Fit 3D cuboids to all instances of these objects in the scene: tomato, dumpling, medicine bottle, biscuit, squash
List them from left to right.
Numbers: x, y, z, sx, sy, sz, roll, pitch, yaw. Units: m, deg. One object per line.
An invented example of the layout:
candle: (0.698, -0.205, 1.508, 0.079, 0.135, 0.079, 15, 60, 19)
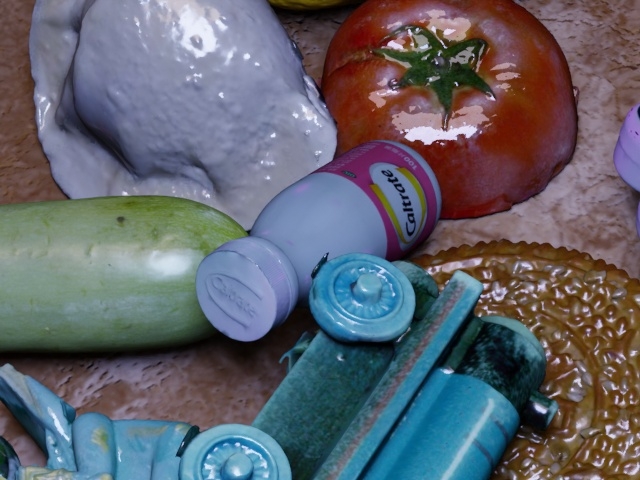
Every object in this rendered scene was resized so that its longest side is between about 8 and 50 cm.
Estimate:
squash: (-0.228, 0.028, 1.318, 0.371, 0.118, 0.118, -3, 54, 6)
dumpling: (-0.127, -0.116, 1.397, 0.227, 0.175, 0.243, -46, 43, 9)
medicine bottle: (0.000, 0.000, 1.277, 0.090, 0.090, 0.217, 26, 33, 22)
tomato: (0.099, -0.121, 1.413, 0.225, 0.085, 0.225, -1, 56, 1)
biscuit: (0.114, 0.118, 1.233, 0.305, 0.038, 0.305, -9, 50, 11)

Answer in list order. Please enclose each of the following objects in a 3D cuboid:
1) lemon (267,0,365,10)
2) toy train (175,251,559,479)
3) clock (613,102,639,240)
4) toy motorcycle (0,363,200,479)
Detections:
lemon: (-0.010, -0.281, 1.471, 0.257, 0.188, 0.188, 9, 53, 38)
toy train: (0.031, 0.141, 1.133, 0.194, 0.120, 0.298, 29, 53, 11)
clock: (0.335, -0.011, 1.279, 0.228, 0.090, 0.248, -5, 45, -18)
toy motorcycle: (-0.140, 0.187, 1.199, 0.296, 0.109, 0.198, 29, 60, 22)
